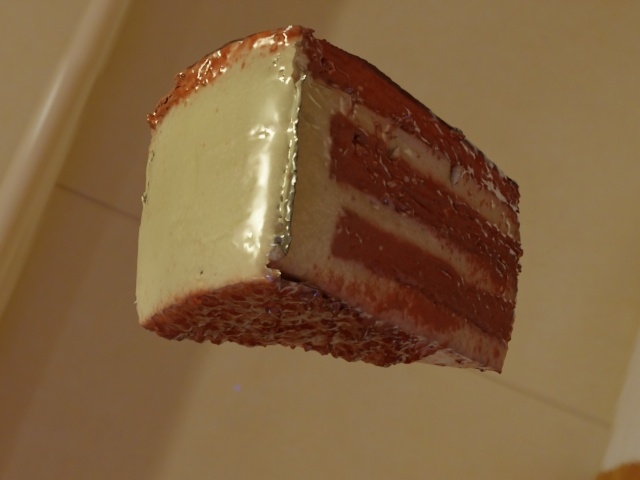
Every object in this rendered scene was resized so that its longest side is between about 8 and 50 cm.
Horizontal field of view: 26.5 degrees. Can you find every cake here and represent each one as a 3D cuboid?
[{"bbox_3d":[0.000,0.000,0.847,0.160,0.262,0.158,-9,66,35],"label":"cake"}]
